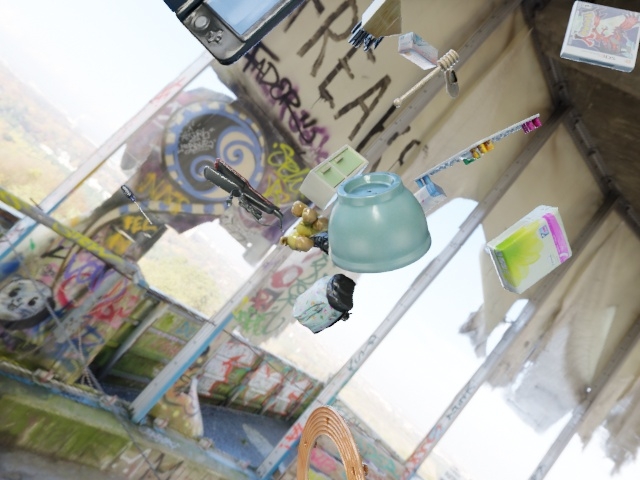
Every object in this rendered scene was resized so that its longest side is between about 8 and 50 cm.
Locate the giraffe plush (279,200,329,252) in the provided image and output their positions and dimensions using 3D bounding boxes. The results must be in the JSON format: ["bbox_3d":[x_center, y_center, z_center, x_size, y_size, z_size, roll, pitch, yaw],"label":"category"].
[{"bbox_3d":[-0.059,-0.032,1.474,0.182,0.170,0.210,31,3,-23],"label":"giraffe plush"}]

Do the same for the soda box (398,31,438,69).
[{"bbox_3d":[0.361,-0.692,1.487,0.058,0.062,0.183,3,1,44],"label":"soda box"}]

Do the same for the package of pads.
[{"bbox_3d":[0.801,0.039,1.553,0.229,0.297,0.101,61,-10,-21],"label":"package of pads"}]

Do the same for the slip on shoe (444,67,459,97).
[{"bbox_3d":[0.545,-0.647,1.666,0.135,0.052,0.041,64,-5,-35],"label":"slip on shoe"}]

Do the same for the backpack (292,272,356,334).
[{"bbox_3d":[0.009,0.183,1.166,0.115,0.182,0.152,42,31,-12],"label":"backpack"}]

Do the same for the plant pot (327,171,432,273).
[{"bbox_3d":[0.147,-0.069,1.119,0.293,0.293,0.196,29,-40,53],"label":"plant pot"}]

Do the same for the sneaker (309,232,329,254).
[{"bbox_3d":[0.000,0.000,1.636,0.228,0.087,0.130,10,10,12],"label":"sneaker"}]

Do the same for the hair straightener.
[{"bbox_3d":[-0.177,-0.090,0.918,0.230,0.089,0.047,41,-42,2],"label":"hair straightener"}]

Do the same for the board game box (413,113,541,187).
[{"bbox_3d":[0.633,-0.356,1.661,0.050,0.390,0.390,63,-28,1],"label":"board game box"}]

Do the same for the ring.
[{"bbox_3d":[0.022,0.521,0.839,0.032,0.336,0.337,7,4,-22],"label":"ring"}]

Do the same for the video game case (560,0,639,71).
[{"bbox_3d":[0.784,-0.571,1.128,0.184,0.201,0.023,19,-18,11],"label":"video game case"}]

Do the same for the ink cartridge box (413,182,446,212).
[{"bbox_3d":[0.478,-0.184,1.885,0.104,0.181,0.061,18,43,-44],"label":"ink cartridge box"}]

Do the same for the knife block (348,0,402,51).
[{"bbox_3d":[0.228,-0.957,1.748,0.242,0.088,0.275,-2,-25,13],"label":"knife block"}]

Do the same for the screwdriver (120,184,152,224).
[{"bbox_3d":[-0.587,-0.117,1.304,0.170,0.025,0.024,46,13,10],"label":"screwdriver"}]

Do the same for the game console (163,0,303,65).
[{"bbox_3d":[-0.168,-0.526,0.743,0.250,0.293,0.173,49,2,20],"label":"game console"}]

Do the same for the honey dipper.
[{"bbox_3d":[0.221,-0.339,0.862,0.030,0.161,0.030,50,7,-8],"label":"honey dipper"}]

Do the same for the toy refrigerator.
[{"bbox_3d":[0.051,-0.213,1.311,0.102,0.269,0.094,40,-48,3],"label":"toy refrigerator"}]
